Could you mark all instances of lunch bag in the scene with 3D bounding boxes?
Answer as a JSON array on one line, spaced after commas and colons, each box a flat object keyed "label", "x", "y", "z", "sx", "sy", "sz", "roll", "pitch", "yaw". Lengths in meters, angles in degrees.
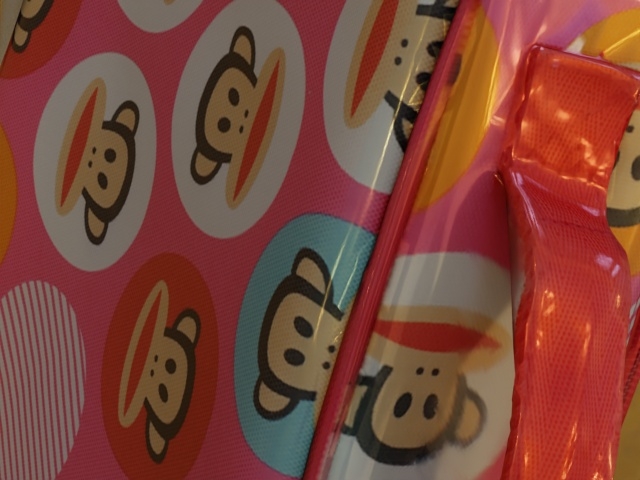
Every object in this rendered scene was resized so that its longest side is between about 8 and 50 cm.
[{"label": "lunch bag", "x": 0.000, "y": 0.000, "z": 0.512, "sx": 0.120, "sy": 0.258, "sz": 0.293, "roll": 9, "pitch": 108, "yaw": -32}]

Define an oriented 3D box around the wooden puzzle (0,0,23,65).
[{"label": "wooden puzzle", "x": -0.110, "y": -0.157, "z": 1.316, "sx": 0.080, "sy": 0.347, "sz": 0.322, "roll": 37, "pitch": 47, "yaw": -51}]
